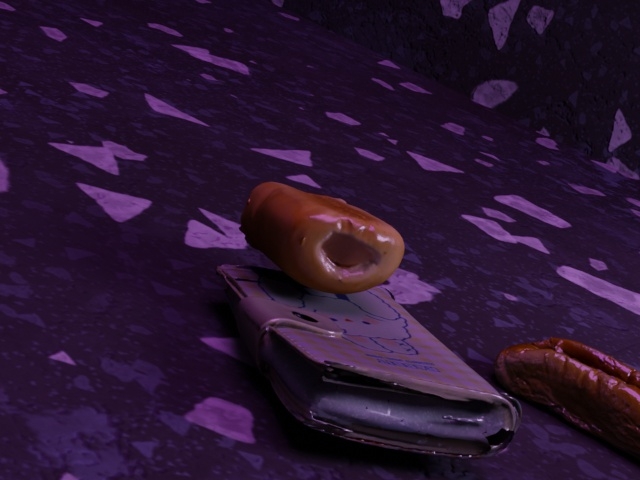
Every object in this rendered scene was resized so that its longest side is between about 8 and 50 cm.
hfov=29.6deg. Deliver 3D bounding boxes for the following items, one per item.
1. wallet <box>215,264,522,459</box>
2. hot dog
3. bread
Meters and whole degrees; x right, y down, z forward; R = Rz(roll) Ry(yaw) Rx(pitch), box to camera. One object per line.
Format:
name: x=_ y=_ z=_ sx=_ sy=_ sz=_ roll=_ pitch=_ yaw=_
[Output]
wallet: x=0.031 y=0.103 z=1.160 sx=0.223 sy=0.077 sz=0.309 roll=10 pitch=14 yaw=-23
hot dog: x=0.301 y=0.166 z=1.285 sx=0.242 sy=0.073 sz=0.084 roll=29 pitch=24 yaw=26
bread: x=-0.001 y=0.001 z=1.242 sx=0.134 sy=0.085 sz=0.173 roll=14 pitch=8 yaw=-22
